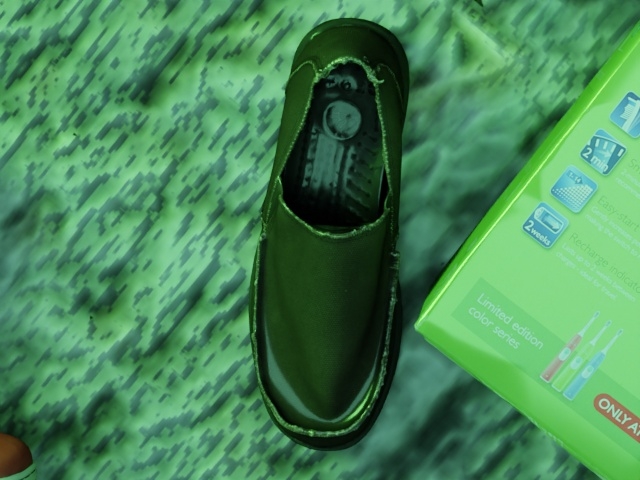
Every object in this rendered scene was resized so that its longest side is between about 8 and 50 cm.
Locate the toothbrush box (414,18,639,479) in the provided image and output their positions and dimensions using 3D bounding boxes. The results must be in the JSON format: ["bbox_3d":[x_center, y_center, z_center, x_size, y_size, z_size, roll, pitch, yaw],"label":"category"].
[{"bbox_3d":[0.211,-0.013,0.919,0.206,0.122,0.283,37,100,1],"label":"toothbrush box"}]

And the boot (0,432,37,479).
[{"bbox_3d":[-0.250,0.044,0.935,0.244,0.088,0.176,9,97,6],"label":"boot"}]

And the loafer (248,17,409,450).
[{"bbox_3d":[0.000,0.000,0.965,0.080,0.078,0.220,2,98,6],"label":"loafer"}]
